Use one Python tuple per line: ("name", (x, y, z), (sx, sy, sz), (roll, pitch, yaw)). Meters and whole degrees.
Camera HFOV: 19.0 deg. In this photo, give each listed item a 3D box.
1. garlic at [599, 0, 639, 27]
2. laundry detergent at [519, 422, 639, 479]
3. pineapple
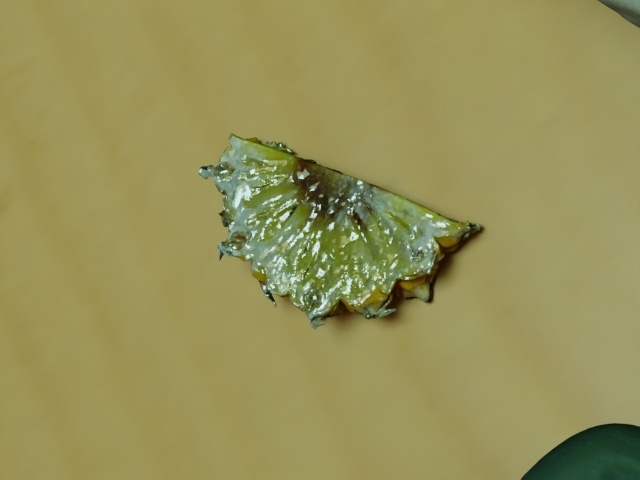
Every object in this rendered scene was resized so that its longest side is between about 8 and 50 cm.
("garlic", (0.073, -0.139, 0.438), (0.143, 0.178, 0.229), (-32, 48, 52))
("laundry detergent", (0.092, 0.115, 0.431), (0.222, 0.078, 0.144), (12, 92, 31))
("pineapple", (0.000, 0.000, 0.536), (0.083, 0.019, 0.045), (26, 93, 28))
